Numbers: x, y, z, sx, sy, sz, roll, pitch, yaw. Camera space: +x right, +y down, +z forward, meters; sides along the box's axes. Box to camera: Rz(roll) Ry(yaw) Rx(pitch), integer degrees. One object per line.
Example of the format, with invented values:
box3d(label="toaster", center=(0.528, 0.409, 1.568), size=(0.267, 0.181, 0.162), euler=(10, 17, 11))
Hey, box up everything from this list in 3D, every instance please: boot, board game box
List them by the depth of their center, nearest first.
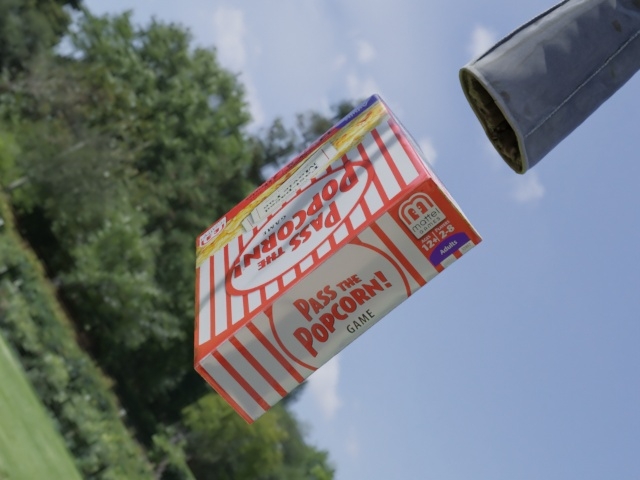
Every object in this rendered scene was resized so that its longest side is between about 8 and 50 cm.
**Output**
box3d(label="board game box", center=(0.000, 0.000, 0.660), size=(0.045, 0.146, 0.193), euler=(49, 8, -18))
box3d(label="boot", center=(0.229, -0.125, 0.966), size=(0.190, 0.208, 0.076), euler=(50, -20, -17))
